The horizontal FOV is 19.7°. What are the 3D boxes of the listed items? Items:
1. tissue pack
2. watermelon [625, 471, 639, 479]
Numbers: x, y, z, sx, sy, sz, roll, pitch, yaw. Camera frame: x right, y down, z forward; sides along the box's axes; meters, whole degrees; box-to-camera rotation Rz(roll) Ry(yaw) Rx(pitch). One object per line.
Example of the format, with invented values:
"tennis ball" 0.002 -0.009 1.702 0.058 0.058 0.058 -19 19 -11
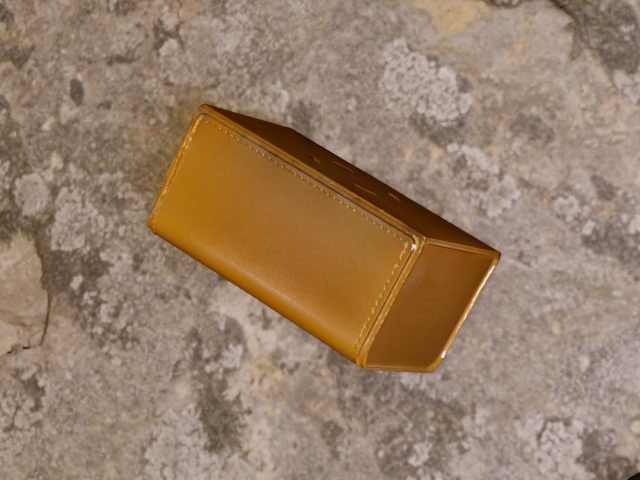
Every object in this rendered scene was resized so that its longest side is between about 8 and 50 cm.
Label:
"tissue pack" 0.000 0.000 1.769 0.274 0.194 0.145 31 97 26
"watermelon" 0.307 0.343 1.532 0.279 0.279 0.359 42 123 23
